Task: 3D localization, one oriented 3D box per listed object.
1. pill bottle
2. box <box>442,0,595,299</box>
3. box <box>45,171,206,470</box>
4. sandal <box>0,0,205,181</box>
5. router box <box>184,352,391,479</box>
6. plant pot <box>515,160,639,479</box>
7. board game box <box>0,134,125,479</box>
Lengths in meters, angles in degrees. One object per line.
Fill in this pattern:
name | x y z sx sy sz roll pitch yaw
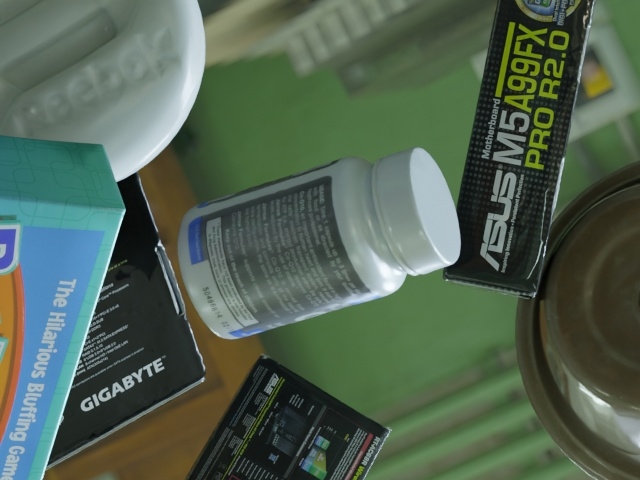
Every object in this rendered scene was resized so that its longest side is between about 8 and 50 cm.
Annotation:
pill bottle | 0.000 0.000 1.064 0.137 0.078 0.078 -17 178 21
box | 0.132 -0.071 1.308 0.060 0.216 0.270 11 180 5
box | -0.243 0.034 1.075 0.322 0.257 0.079 -29 -151 -21
sandal | -0.226 -0.165 0.850 0.169 0.416 0.102 -45 174 -3
router box | -0.027 0.142 1.177 0.122 0.092 0.038 -59 -177 -21
plant pot | 0.246 0.056 1.364 0.263 0.263 0.229 -26 166 13
board game box | -0.191 0.031 0.698 0.210 0.047 0.160 5 123 -23
